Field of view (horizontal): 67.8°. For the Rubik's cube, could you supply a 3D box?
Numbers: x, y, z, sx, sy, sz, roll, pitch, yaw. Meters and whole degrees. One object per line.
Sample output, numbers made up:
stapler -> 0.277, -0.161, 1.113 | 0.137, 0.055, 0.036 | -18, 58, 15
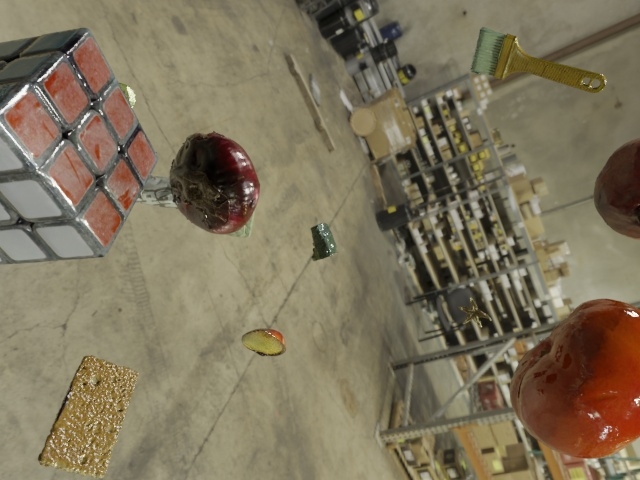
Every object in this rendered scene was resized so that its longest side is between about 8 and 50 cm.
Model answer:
Rubik's cube -> -0.530, -0.160, 0.862 | 0.305, 0.300, 0.304 | -82, 163, -45

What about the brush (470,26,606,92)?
brush -> 0.363, -0.291, 0.795 | 0.010, 0.218, 0.083 | -58, 161, -33

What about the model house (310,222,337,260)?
model house -> 0.000, 0.000, 1.171 | 0.079, 0.066, 0.083 | -40, 112, -70

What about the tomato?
tomato -> 0.429, 0.217, 0.753 | 0.180, 0.260, 0.259 | 37, 14, 19

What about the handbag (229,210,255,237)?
handbag -> -0.394, -0.116, 2.051 | 0.256, 0.219, 0.079 | 106, -13, -47

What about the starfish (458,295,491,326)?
starfish -> 0.419, 0.196, 1.294 | 0.016, 0.092, 0.086 | -27, 124, -49

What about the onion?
onion -> -0.305, -0.169, 1.400 | 0.232, 0.313, 0.314 | -32, 100, -52

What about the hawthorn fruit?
hawthorn fruit -> 0.835, -0.113, 1.200 | 0.307, 0.265, 0.265 | -50, 120, -41

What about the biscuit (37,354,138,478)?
biscuit -> -0.465, 0.354, 0.974 | 0.131, 0.025, 0.231 | 29, 39, -22

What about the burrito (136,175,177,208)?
burrito -> -0.499, -0.162, 1.628 | 0.444, 0.139, 0.101 | 6, 68, -16

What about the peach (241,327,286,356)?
peach -> -0.234, 0.404, 1.977 | 0.279, 0.188, 0.068 | 96, -1, -55

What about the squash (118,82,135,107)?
squash -> -0.688, -0.471, 1.527 | 0.075, 0.200, 0.090 | -39, 138, -42
